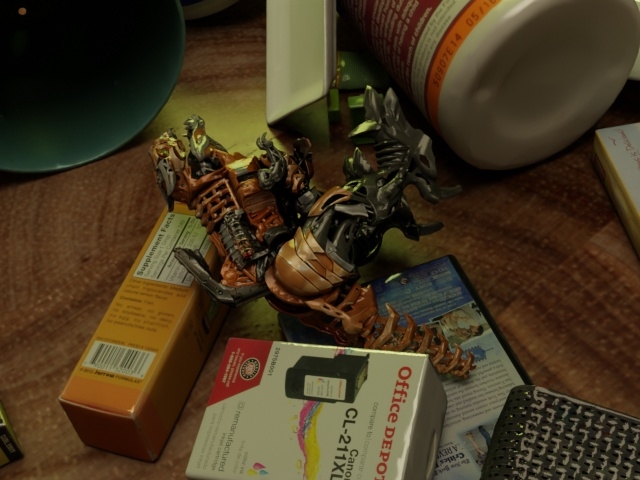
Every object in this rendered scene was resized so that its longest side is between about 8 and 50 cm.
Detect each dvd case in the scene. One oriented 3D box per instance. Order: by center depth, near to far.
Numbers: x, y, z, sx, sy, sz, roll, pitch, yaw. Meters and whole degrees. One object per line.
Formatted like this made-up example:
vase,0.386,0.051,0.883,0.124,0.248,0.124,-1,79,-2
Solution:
dvd case,0.087,0.131,0.860,0.180,0.022,0.253,-18,50,-11

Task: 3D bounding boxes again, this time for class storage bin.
storage bin,0.208,0.185,0.717,0.180,0.122,0.084,17,61,10

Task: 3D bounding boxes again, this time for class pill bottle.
pill bottle,0.137,-0.277,1.070,0.224,0.224,0.392,-23,52,-13

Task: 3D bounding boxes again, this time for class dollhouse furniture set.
dollhouse furniture set,0.042,-0.178,1.104,0.076,0.058,0.151,-4,49,2

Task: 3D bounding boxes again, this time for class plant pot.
plant pot,-0.318,-0.256,1.070,0.293,0.293,0.235,-20,45,-11

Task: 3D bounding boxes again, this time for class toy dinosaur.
toy dinosaur,0.000,0.000,0.884,0.218,0.164,0.322,-45,101,-23

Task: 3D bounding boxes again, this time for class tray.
tray,-0.017,-0.268,1.070,0.030,0.145,0.270,3,83,-26

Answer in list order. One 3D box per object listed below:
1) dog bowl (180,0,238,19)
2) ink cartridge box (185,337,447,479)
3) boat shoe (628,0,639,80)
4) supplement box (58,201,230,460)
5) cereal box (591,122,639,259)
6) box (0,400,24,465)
dog bowl,-0.161,-0.412,1.226,0.265,0.104,0.264,-10,65,23
ink cartridge box,0.000,0.152,0.790,0.175,0.072,0.127,2,56,21
boat shoe,0.304,-0.256,1.124,0.102,0.108,0.301,-2,26,-40
supplement box,-0.141,0.074,0.896,0.080,0.078,0.233,11,51,19
cereal box,0.407,-0.057,0.970,0.240,0.047,0.173,-10,49,-2
box,-0.376,0.191,0.832,0.232,0.058,0.087,-25,53,-15
